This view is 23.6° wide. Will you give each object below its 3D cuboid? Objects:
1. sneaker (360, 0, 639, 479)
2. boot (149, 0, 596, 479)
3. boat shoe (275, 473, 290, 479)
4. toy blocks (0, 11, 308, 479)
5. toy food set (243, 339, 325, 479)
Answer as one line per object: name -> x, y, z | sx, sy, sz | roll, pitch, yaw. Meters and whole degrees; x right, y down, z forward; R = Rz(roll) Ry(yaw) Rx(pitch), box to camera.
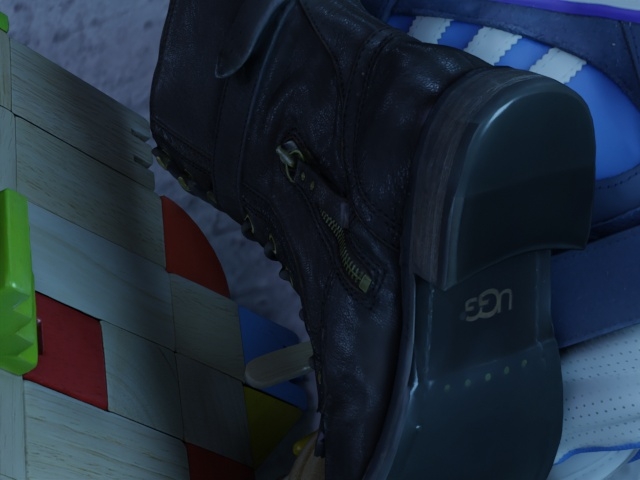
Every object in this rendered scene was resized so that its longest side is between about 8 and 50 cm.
sneaker -> 0.079, -0.010, 0.665 | 0.323, 0.130, 0.236 | 14, 96, 38
boot -> 0.000, 0.000, 0.635 | 0.229, 0.091, 0.263 | 36, 121, 46
boat shoe -> 0.028, 0.227, 0.671 | 0.095, 0.095, 0.257 | -10, 74, 19
toy blocks -> -0.113, 0.069, 0.728 | 0.191, 0.261, 0.381 | -31, 50, 27
toy food set -> 0.047, 0.126, 0.672 | 0.038, 0.132, 0.192 | 111, 140, -56
